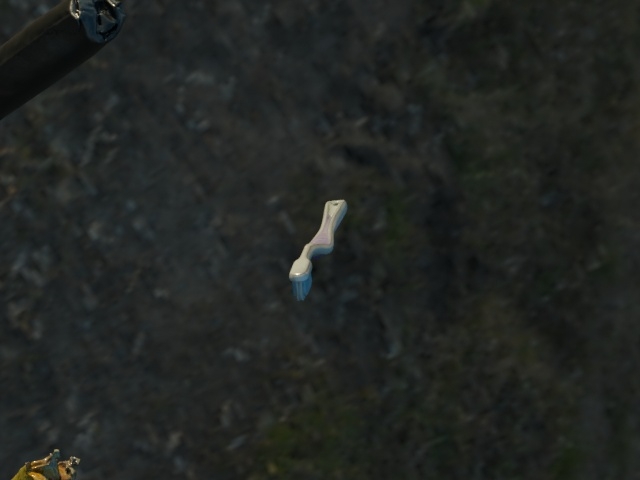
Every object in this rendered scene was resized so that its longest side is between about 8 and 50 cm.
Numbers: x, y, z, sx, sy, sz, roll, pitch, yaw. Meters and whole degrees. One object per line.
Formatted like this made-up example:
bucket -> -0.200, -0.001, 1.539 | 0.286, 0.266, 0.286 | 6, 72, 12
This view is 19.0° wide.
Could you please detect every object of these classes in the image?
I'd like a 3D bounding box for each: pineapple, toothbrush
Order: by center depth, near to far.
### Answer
toothbrush -> 0.000, 0.000, 0.794 | 0.131, 0.011, 0.013 | -64, 152, -73
pineapple -> -0.123, 0.112, 0.810 | 0.045, 0.083, 0.019 | -9, 65, -39

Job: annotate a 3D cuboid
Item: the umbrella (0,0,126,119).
umbrella -> -0.150, -0.090, 0.972 | 0.036, 0.133, 0.031 | 30, 49, -31
